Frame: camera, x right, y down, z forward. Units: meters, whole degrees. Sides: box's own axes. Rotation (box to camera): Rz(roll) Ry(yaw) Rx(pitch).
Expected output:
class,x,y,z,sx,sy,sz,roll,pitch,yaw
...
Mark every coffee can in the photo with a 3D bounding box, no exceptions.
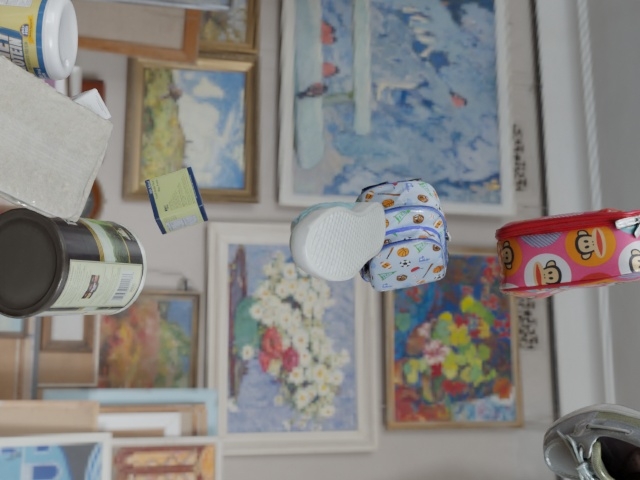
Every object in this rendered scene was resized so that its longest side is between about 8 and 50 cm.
class,x,y,z,sx,sy,sz,roll,pitch,yaw
coffee can,-0.499,0.050,1.642,0.275,0.201,0.202,11,80,-69

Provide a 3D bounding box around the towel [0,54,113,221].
class,x,y,z,sx,sy,sz,roll,pitch,yaw
towel,-0.447,-0.155,1.254,0.049,0.282,0.187,8,-107,38

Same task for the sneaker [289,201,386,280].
class,x,y,z,sx,sy,sz,roll,pitch,yaw
sneaker,0.000,0.000,1.516,0.366,0.150,0.135,-11,98,-68

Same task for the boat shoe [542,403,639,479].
class,x,y,z,sx,sy,sz,roll,pitch,yaw
boat shoe,0.436,0.307,1.181,0.320,0.103,0.118,-12,-75,52

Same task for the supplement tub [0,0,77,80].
class,x,y,z,sx,sy,sz,roll,pitch,yaw
supplement tub,-0.524,-0.348,1.409,0.144,0.199,0.144,-176,-90,-88

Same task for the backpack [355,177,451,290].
class,x,y,z,sx,sy,sz,roll,pitch,yaw
backpack,0.193,-0.016,2.052,0.213,0.276,0.263,-107,-177,-47

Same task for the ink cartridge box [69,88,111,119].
class,x,y,z,sx,sy,sz,roll,pitch,yaw
ink cartridge box,-0.435,-0.193,1.397,0.099,0.135,0.056,-3,-60,46

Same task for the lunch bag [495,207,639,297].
class,x,y,z,sx,sy,sz,roll,pitch,yaw
lunch bag,0.417,0.020,1.253,0.293,0.258,0.120,4,79,-62

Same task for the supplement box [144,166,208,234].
class,x,y,z,sx,sy,sz,roll,pitch,yaw
supplement box,-0.245,-0.068,1.428,0.056,0.083,0.083,83,-12,-62
